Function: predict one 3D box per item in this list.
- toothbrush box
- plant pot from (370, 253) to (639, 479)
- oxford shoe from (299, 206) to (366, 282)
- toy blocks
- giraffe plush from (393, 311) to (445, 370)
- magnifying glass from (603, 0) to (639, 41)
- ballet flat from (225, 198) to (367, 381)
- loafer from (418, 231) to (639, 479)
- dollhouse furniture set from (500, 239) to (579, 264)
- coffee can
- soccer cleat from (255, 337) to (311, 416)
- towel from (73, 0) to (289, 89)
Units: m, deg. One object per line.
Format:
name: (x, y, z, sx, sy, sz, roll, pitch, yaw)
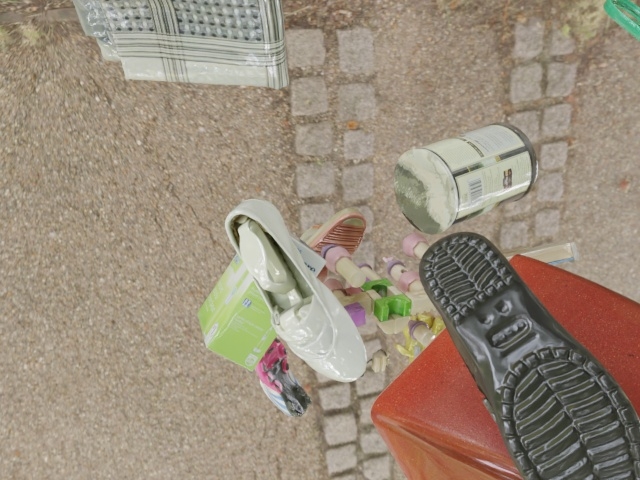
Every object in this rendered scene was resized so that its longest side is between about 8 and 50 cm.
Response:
toothbrush box: (-0.138, 0.107, 1.190, 0.122, 0.206, 0.283, 35, 91, -22)
plant pot: (0.259, 0.207, 0.530, 0.267, 0.235, 0.268, -39, 116, -23)
oxford shoe: (0.000, 0.000, 1.584, 0.140, 0.147, 0.397, 10, 145, -27)
toy blocks: (0.130, 0.134, 1.402, 0.288, 0.260, 0.309, -10, 115, -22)
giraffe plush: (0.342, 0.364, 1.791, 0.210, 0.181, 0.171, -57, 147, -39)
magnifying glass: (0.603, -0.385, 1.007, 0.092, 0.231, 0.026, 4, 141, -21)
ballet flat: (-0.061, 0.101, 1.001, 0.139, 0.139, 0.401, -30, 83, -13)
loafer: (0.149, 0.093, 0.384, 0.080, 0.220, 0.078, -28, 153, 9)
dollhouse furniture set: (0.573, 0.168, 1.405, 0.197, 0.286, 0.304, -14, 89, 15)
coffee can: (0.341, -0.151, 1.276, 0.275, 0.201, 0.202, -20, 119, -27)
soccer cleat: (-0.149, 0.410, 1.647, 0.116, 0.143, 0.332, -43, 122, -34)
towel: (-0.213, -0.352, 0.755, 0.323, 0.056, 0.312, 9, 147, 8)
